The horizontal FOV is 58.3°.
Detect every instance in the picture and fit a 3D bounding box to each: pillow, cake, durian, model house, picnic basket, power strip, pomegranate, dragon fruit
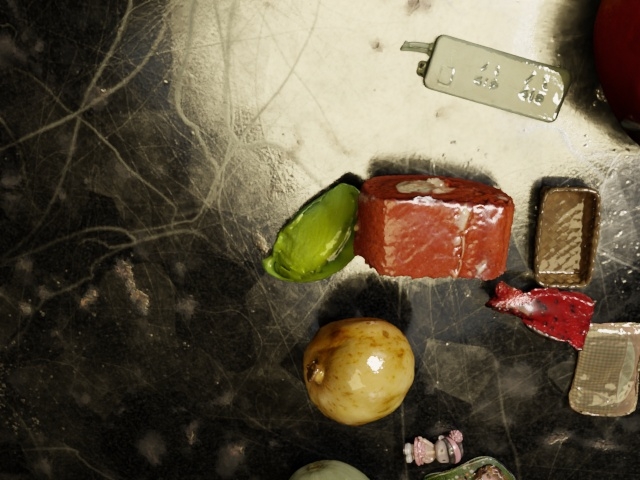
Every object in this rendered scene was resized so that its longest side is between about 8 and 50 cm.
[{"bbox_3d":[0.566,0.256,1.129,0.135,0.034,0.211,-2,110,7],"label":"pillow"},{"bbox_3d":[0.193,-0.028,0.993,0.283,0.177,0.151,0,106,-6],"label":"cake"},{"bbox_3d":[0.000,0.000,1.088,0.250,0.101,0.139,-49,61,19],"label":"durian"},{"bbox_3d":[0.356,0.638,1.223,0.207,0.154,0.294,-27,102,17],"label":"model house"},{"bbox_3d":[0.444,-0.008,1.044,0.110,0.055,0.193,1,108,6],"label":"picnic basket"},{"bbox_3d":[0.273,-0.283,0.977,0.288,0.053,0.093,16,110,1],"label":"power strip"},{"bbox_3d":[0.063,0.240,1.092,0.215,0.215,0.215,2,109,7],"label":"pomegranate"},{"bbox_3d":[0.402,0.151,1.080,0.192,0.122,0.092,16,146,2],"label":"dragon fruit"}]

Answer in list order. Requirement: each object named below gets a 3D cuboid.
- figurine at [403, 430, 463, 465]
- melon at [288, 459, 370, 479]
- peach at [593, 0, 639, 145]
[{"bbox_3d":[0.243,0.442,1.229,0.129,0.054,0.072,-10,92,18],"label":"figurine"},{"bbox_3d":[0.031,0.622,1.209,0.272,0.272,0.308,-33,110,16],"label":"melon"},{"bbox_3d":[0.571,-0.253,0.797,0.406,0.335,0.310,40,108,-13],"label":"peach"}]
